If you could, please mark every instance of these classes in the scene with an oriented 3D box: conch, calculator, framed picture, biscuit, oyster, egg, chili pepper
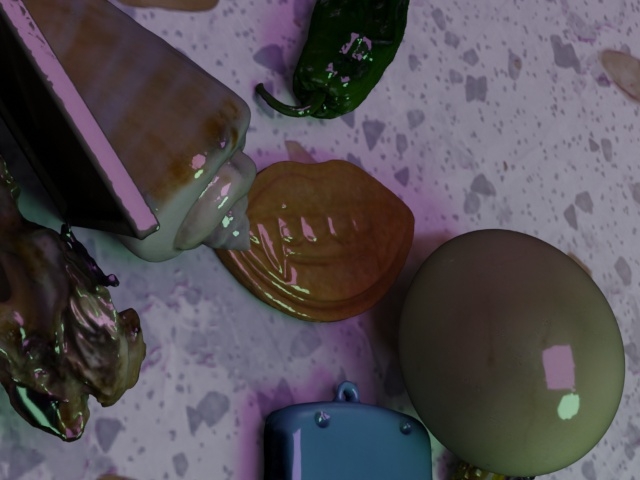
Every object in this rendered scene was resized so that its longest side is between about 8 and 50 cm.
[{"bbox_3d":[-0.128,-0.096,1.044,0.255,0.127,0.158,52,52,-17],"label":"conch"},{"bbox_3d":[0.023,0.258,1.128,0.173,0.051,0.293,11,71,-37],"label":"calculator"},{"bbox_3d":[-0.191,-0.097,0.899,0.016,0.289,0.213,-33,101,-14],"label":"framed picture"},{"bbox_3d":[0.000,0.000,1.193,0.221,0.029,0.142,-1,79,-41],"label":"biscuit"},{"bbox_3d":[-0.243,-0.010,0.903,0.337,0.133,0.197,39,77,-15],"label":"oyster"},{"bbox_3d":[0.158,0.090,1.186,0.186,0.186,0.241,27,30,-32],"label":"egg"},{"bbox_3d":[0.031,-0.202,1.249,0.100,0.074,0.257,35,54,-25],"label":"chili pepper"}]

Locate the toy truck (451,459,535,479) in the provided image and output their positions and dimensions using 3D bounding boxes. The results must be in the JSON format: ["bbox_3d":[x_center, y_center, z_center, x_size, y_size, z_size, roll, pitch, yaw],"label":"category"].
[{"bbox_3d":[0.165,0.188,1.266,0.063,0.052,0.123,41,57,-17],"label":"toy truck"}]
